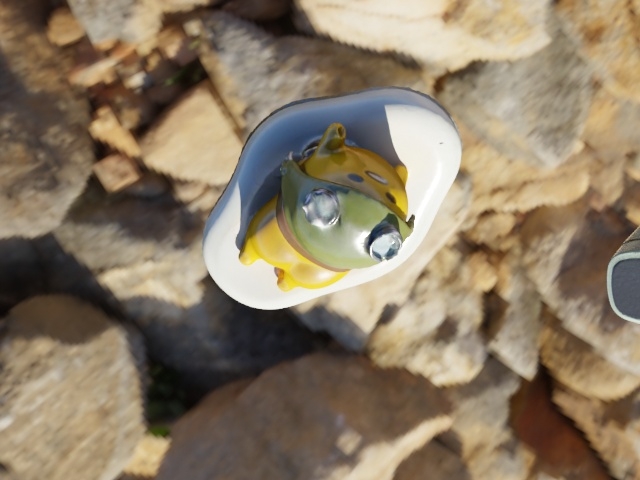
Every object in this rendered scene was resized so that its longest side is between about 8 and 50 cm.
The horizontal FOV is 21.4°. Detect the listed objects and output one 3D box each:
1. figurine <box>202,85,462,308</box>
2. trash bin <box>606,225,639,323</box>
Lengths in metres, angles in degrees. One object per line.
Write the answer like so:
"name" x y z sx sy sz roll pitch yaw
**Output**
"figurine" 0.000 0.000 1.322 0.166 0.141 0.250 34 120 -15
"trash bin" 0.280 0.012 1.208 0.116 0.130 0.059 6 114 28
